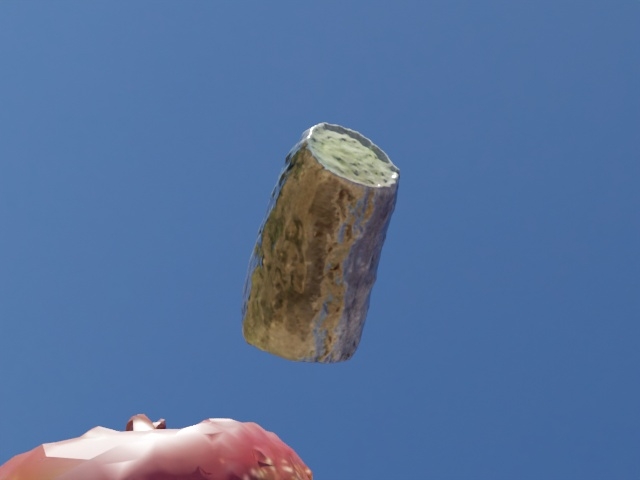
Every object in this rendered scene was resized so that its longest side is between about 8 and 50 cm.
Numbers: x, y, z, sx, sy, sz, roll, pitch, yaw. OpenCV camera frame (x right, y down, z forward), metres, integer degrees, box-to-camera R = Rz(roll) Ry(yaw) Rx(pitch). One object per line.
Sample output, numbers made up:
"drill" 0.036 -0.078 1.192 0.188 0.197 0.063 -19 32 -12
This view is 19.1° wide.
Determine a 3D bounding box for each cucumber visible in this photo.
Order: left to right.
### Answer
"cucumber" 0.000 0.002 0.905 0.064 0.064 0.112 28 -66 30

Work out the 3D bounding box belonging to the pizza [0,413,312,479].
"pizza" -0.097 0.128 0.602 0.440 0.406 0.130 107 -21 -75
